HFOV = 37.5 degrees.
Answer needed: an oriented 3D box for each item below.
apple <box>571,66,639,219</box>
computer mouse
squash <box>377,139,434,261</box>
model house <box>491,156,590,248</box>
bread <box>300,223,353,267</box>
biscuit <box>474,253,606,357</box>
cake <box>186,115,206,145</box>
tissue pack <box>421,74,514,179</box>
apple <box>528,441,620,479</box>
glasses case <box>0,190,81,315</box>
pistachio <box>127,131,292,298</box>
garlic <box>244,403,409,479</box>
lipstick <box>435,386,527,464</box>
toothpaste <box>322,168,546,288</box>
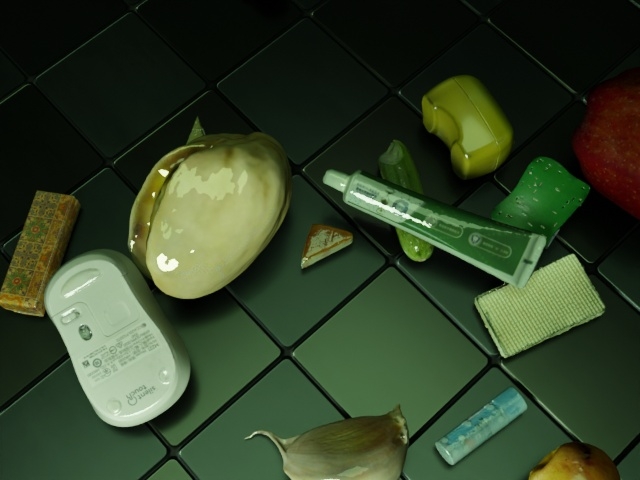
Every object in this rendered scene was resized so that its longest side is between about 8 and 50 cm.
[{"bbox_3d":[0.603,-0.158,1.613,0.317,0.288,0.288,26,68,30],"label":"apple"},{"bbox_3d":[-0.338,0.160,1.566,0.184,0.121,0.297,-34,84,-4],"label":"computer mouse"},{"bbox_3d":[0.154,-0.074,1.690,0.069,0.069,0.239,-11,67,-5],"label":"squash"},{"bbox_3d":[0.382,-0.050,1.669,0.117,0.088,0.167,34,69,14],"label":"model house"},{"bbox_3d":[0.000,0.000,1.672,0.109,0.043,0.062,-29,71,-10],"label":"bread"},{"bbox_3d":[0.376,0.112,1.624,0.199,0.040,0.121,-23,71,-8],"label":"biscuit"},{"bbox_3d":[-0.233,-0.171,1.744,0.065,0.052,0.121,-10,67,-1],"label":"cake"},{"bbox_3d":[0.274,-0.211,1.720,0.127,0.123,0.178,-27,68,-7],"label":"tissue pack"},{"bbox_3d":[0.390,0.376,1.451,0.146,0.146,0.146,0,66,0],"label":"apple"},{"bbox_3d":[-0.492,0.021,1.662,0.075,0.049,0.218,8,66,11],"label":"glasses case"},{"bbox_3d":[-0.184,-0.054,1.603,0.321,0.229,0.238,-48,118,-10],"label":"pistachio"},{"bbox_3d":[0.014,0.352,1.496,0.266,0.148,0.129,-1,103,-5],"label":"garlic"},{"bbox_3d":[0.262,0.301,1.537,0.158,0.048,0.048,-33,70,-13],"label":"lipstick"},{"bbox_3d":[0.186,-0.038,1.607,0.392,0.061,0.099,23,98,5],"label":"toothpaste"}]
